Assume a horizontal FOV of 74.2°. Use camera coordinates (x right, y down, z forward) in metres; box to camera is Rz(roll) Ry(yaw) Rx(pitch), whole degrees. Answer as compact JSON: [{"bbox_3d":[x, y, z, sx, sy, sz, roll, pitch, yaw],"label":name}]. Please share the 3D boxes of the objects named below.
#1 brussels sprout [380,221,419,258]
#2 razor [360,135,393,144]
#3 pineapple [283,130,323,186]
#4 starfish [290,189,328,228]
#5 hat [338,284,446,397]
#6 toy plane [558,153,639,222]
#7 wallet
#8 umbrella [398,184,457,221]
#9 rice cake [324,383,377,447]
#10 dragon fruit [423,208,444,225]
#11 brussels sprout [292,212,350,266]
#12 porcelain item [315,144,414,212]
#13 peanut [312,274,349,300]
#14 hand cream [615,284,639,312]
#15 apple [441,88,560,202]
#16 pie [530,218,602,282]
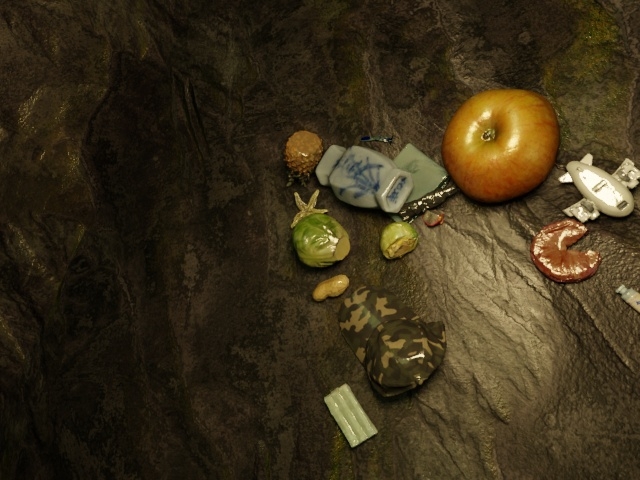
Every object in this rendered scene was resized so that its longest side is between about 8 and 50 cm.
[{"bbox_3d":[0.294,-0.010,1.646,0.151,0.149,0.122,-27,50,1],"label":"brussels sprout"},{"bbox_3d":[0.244,-0.448,1.864,0.154,0.028,0.044,9,79,27],"label":"razor"},{"bbox_3d":[-0.088,-0.328,1.852,0.169,0.340,0.169,4,65,-9],"label":"pineapple"},{"bbox_3d":[-0.048,-0.132,1.890,0.175,0.053,0.208,8,81,26],"label":"starfish"},{"bbox_3d":[0.226,0.346,1.542,0.381,0.257,0.366,43,93,10],"label":"hat"},{"bbox_3d":[0.926,-0.176,1.412,0.252,0.118,0.252,-6,80,33],"label":"toy plane"},{"bbox_3d":[0.354,-0.229,1.734,0.290,0.054,0.251,-49,56,12],"label":"wallet"},{"bbox_3d":[0.411,-0.153,1.624,0.235,0.059,0.066,-28,100,16],"label":"umbrella"},{"bbox_3d":[0.109,0.652,1.586,0.124,0.038,0.211,-37,62,11],"label":"rice cake"},{"bbox_3d":[0.442,-0.085,1.647,0.083,0.056,0.060,28,111,44],"label":"dragon fruit"},{"bbox_3d":[0.000,0.000,1.749,0.243,0.244,0.244,-7,71,23],"label":"brussels sprout"},{"bbox_3d":[0.173,-0.254,1.722,0.405,0.178,0.243,32,89,43],"label":"porcelain item"},{"bbox_3d":[0.040,0.200,1.738,0.174,0.080,0.080,-28,65,19],"label":"peanut"},{"bbox_3d":[0.999,0.205,1.305,0.065,0.043,0.171,-49,66,10],"label":"hand cream"},{"bbox_3d":[0.623,-0.340,1.481,0.400,0.333,0.401,-8,68,21],"label":"apple"},{"bbox_3d":[0.826,0.037,1.430,0.204,0.054,0.219,-32,64,13],"label":"pie"}]
